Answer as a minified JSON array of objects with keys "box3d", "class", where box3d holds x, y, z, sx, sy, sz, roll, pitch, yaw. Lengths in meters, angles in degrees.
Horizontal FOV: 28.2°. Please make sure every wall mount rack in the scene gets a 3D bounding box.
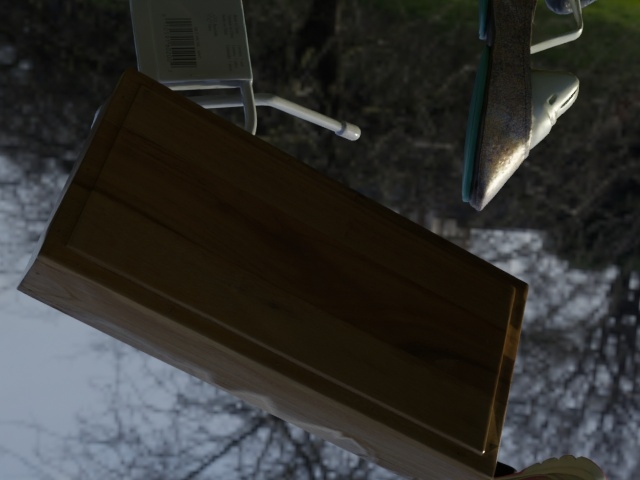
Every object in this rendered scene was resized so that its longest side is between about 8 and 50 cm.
[{"box3d":[-0.102,-0.224,1.376,0.304,0.350,0.130,-4,163,-16],"class":"wall mount rack"}]

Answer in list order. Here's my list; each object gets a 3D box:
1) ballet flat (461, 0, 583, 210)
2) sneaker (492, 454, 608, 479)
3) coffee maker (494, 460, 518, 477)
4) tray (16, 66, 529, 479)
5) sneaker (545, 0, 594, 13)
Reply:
[{"box3d":[0.197,-0.181,1.224,0.106,0.316,0.107,4,170,4],"class":"ballet flat"},{"box3d":[0.169,0.290,1.292,0.252,0.103,0.111,-20,-175,13],"class":"sneaker"},{"box3d":[0.247,0.439,1.990,0.171,0.178,0.120,31,151,-20],"class":"coffee maker"},{"box3d":[-0.023,0.038,1.076,0.411,0.203,0.076,28,144,-15],"class":"tray"},{"box3d":[0.451,-0.389,1.750,0.162,0.281,0.106,53,-173,38],"class":"sneaker"}]
